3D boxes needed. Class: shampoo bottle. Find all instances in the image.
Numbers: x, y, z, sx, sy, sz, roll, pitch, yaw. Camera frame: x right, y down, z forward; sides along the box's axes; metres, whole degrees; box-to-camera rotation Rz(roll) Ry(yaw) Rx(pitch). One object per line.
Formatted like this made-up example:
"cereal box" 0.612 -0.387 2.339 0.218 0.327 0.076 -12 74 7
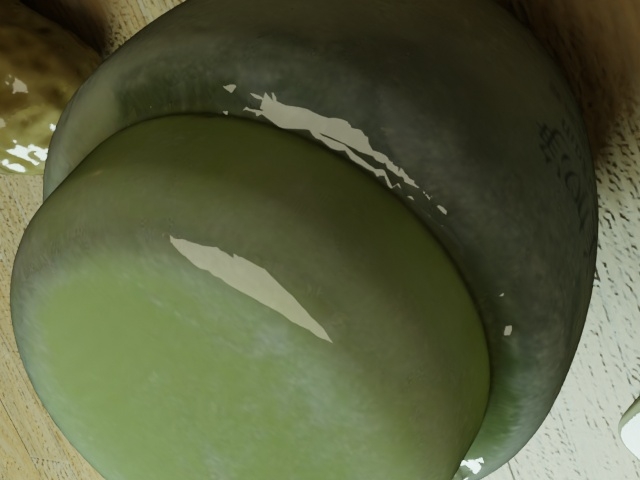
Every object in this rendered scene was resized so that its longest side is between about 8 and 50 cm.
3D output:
"shampoo bottle" 0.000 0.000 0.844 0.322 0.317 0.323 15 130 18

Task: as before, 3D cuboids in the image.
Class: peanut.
"peanut" -0.288 -0.154 1.084 0.291 0.143 0.159 30 148 15

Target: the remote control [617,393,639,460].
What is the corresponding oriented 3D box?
"remote control" 0.298 0.169 0.918 0.230 0.049 0.090 41 139 7
